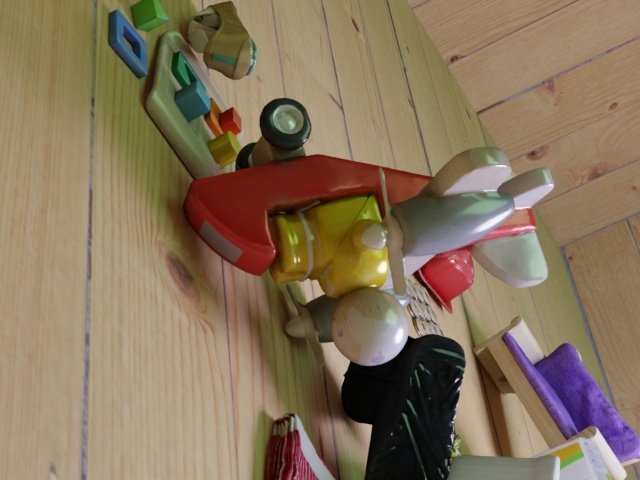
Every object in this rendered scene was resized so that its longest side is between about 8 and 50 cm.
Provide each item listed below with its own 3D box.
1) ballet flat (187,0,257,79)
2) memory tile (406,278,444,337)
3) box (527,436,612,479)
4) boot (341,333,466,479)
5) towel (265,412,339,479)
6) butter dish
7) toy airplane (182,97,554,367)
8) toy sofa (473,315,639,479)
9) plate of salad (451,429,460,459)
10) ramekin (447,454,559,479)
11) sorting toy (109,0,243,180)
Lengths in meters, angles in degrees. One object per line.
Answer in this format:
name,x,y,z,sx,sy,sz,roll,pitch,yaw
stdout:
ballet flat,-0.138,-0.271,1.620,0.073,0.080,0.232,10,17,-18
memory tile,0.179,0.123,2.171,0.148,0.012,0.113,23,45,-66
box,0.354,0.402,1.977,0.114,0.203,0.103,27,40,-62
boot,0.085,0.226,1.512,0.207,0.094,0.247,168,-61,-72
towel,0.011,0.357,1.274,0.237,0.037,0.329,58,18,-26
butter dish,0.241,0.027,2.312,0.160,0.118,0.160,49,22,-45
toy airplane,0.083,0.015,1.410,0.386,0.384,0.273,39,49,-53
toy sofa,0.446,0.300,2.325,0.150,0.177,0.362,52,7,-35
plate of salad,0.182,0.296,1.870,0.200,0.048,0.200,55,19,-30
ramekin,0.208,0.390,1.495,0.277,0.135,0.277,6,90,-76
sorting toy,-0.138,-0.152,1.517,0.348,0.047,0.196,56,18,-29
